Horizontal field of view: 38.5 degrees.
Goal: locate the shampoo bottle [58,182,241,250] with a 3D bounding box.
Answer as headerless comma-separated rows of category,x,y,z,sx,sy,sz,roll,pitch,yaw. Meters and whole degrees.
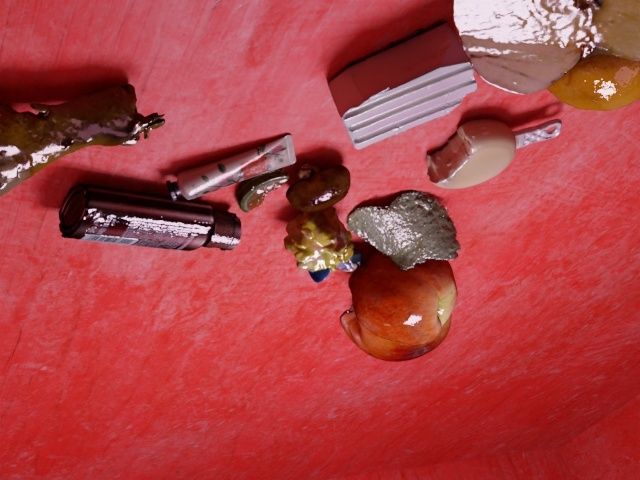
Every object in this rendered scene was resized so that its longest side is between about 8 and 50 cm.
shampoo bottle,-0.294,-0.035,1.640,0.323,0.084,0.129,6,146,-37

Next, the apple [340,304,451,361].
apple,0.196,0.209,2.233,0.251,0.163,0.293,-11,148,-14

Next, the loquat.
loquat,0.460,-0.303,1.491,0.234,0.176,0.187,-4,-161,47

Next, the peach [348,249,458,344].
peach,0.168,0.110,2.014,0.232,0.256,0.232,-37,139,-41

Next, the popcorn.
popcorn,0.000,0.000,1.815,0.145,0.126,0.126,27,124,-20

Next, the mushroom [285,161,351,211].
mushroom,-0.002,-0.102,1.701,0.127,0.087,0.127,-19,174,-2

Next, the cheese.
cheese,0.335,-0.170,1.763,0.249,0.071,0.163,-7,149,-19

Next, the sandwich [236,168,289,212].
sandwich,-0.117,-0.091,1.691,0.067,0.029,0.135,7,143,-35

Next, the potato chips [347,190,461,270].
potato chips,0.172,-0.022,1.893,0.228,0.059,0.167,-11,109,-5

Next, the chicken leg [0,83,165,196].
chicken leg,-0.443,-0.145,1.338,0.429,0.153,0.201,-17,164,-17

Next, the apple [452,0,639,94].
apple,0.353,-0.365,1.243,0.329,0.295,0.365,-47,141,-5

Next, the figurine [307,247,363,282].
figurine,0.026,0.038,1.938,0.149,0.086,0.087,-7,115,-38

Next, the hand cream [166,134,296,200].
hand cream,-0.155,-0.124,1.609,0.234,0.050,0.080,-20,147,-8

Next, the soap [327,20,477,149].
soap,0.137,-0.254,1.499,0.230,0.091,0.145,-22,153,6
